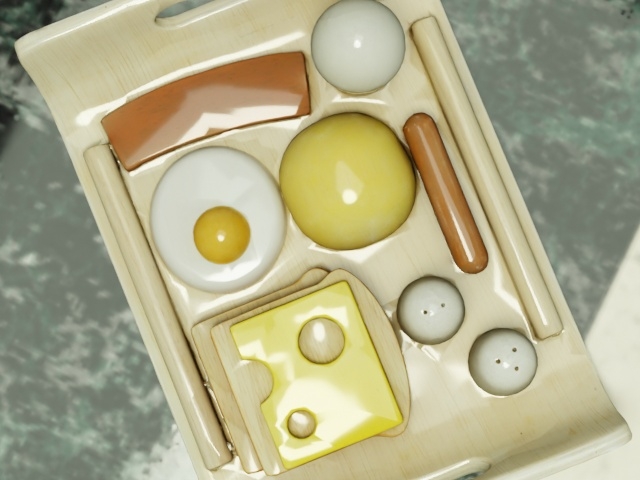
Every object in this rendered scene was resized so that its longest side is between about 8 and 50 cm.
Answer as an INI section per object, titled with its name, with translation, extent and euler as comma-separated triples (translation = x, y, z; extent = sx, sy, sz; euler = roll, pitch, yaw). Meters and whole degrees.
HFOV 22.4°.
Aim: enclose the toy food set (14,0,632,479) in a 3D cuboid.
[toy food set]
translation = 0.000, 0.000, 0.828
extent = 0.220, 0.092, 0.306
euler = -22, 85, 0
